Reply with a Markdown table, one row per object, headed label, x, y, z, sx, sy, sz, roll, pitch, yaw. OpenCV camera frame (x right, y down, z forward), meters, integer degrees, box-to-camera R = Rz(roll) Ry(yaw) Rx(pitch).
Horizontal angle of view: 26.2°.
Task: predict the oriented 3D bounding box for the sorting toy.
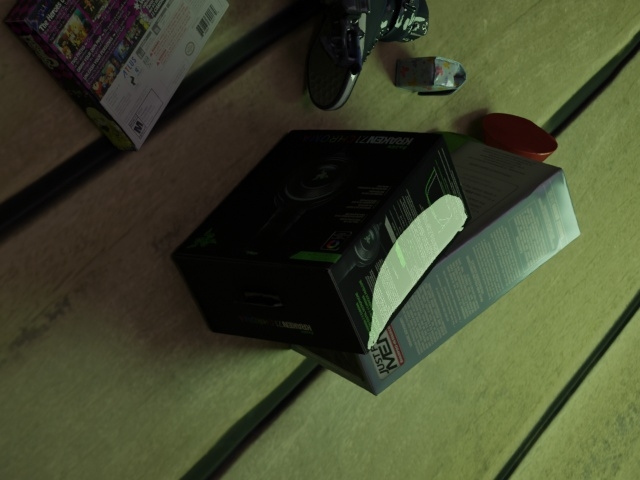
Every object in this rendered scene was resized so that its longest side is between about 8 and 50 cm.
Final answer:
| label | x | y | z | sx | sy | sz | roll | pitch | yaw |
| --- | --- | --- | --- | --- | --- | --- | --- | --- | --- |
| sorting toy | 0.207 | -0.084 | 2.033 | 0.365 | 0.127 | 0.126 | -22 | 139 | -45 |

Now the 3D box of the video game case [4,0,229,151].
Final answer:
| label | x | y | z | sx | sy | sz | roll | pitch | yaw |
| --- | --- | --- | --- | --- | --- | --- | --- | --- | --- |
| video game case | -0.216 | -0.252 | 1.519 | 0.210 | 0.042 | 0.232 | 51 | 55 | -40 |

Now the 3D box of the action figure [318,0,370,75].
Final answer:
| label | x | y | z | sx | sy | sz | roll | pitch | yaw |
| --- | --- | --- | --- | --- | --- | --- | --- | --- | --- |
| action figure | 0.011 | -0.382 | 1.663 | 0.330 | 0.178 | 0.341 | -7 | 84 | -32 |

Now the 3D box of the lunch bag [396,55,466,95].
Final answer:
| label | x | y | z | sx | sy | sz | roll | pitch | yaw |
| --- | --- | --- | --- | --- | --- | --- | --- | --- | --- |
| lunch bag | 0.160 | -0.233 | 1.958 | 0.083 | 0.071 | 0.053 | 2 | 91 | -51 |

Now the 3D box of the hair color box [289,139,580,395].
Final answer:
| label | x | y | z | sx | sy | sz | roll | pitch | yaw |
| --- | --- | --- | --- | --- | --- | --- | --- | --- | --- |
| hair color box | 0.136 | 0.025 | 1.783 | 0.374 | 0.185 | 0.113 | -35 | 123 | -23 |

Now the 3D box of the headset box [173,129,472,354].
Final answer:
| label | x | y | z | sx | sy | sz | roll | pitch | yaw |
| --- | --- | --- | --- | --- | --- | --- | --- | --- | --- |
| headset box | 0.000 | 0.000 | 1.648 | 0.283 | 0.246 | 0.131 | -49 | 129 | -35 |

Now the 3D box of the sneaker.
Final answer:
| label | x | y | z | sx | sy | sz | roll | pitch | yaw |
| --- | --- | --- | --- | --- | --- | --- | --- | --- | --- |
| sneaker | 0.069 | -0.263 | 1.833 | 0.163 | 0.086 | 0.226 | 22 | 77 | -48 |
